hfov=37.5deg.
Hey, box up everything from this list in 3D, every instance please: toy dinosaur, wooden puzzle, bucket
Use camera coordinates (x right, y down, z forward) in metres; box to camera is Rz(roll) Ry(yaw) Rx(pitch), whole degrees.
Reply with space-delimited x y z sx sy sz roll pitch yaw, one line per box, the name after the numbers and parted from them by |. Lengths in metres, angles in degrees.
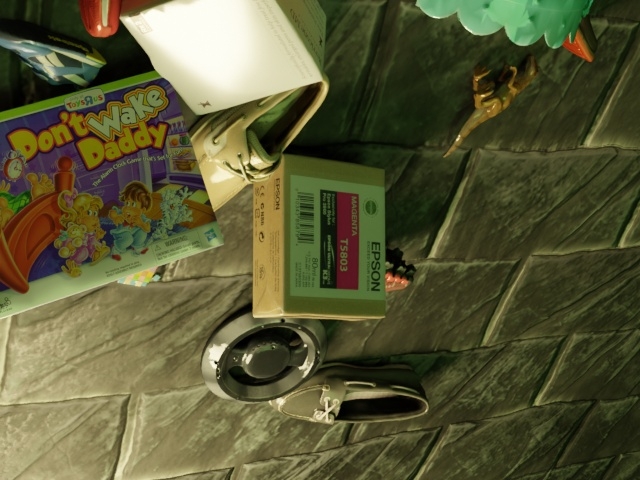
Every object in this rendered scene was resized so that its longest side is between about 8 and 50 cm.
0.267 -0.214 1.492 0.211 0.064 0.112 -41 139 7 | toy dinosaur
-0.276 0.047 1.424 0.083 0.006 0.049 14 119 -40 | wooden puzzle
0.224 -0.377 1.177 0.281 0.281 0.183 -2 125 -31 | bucket

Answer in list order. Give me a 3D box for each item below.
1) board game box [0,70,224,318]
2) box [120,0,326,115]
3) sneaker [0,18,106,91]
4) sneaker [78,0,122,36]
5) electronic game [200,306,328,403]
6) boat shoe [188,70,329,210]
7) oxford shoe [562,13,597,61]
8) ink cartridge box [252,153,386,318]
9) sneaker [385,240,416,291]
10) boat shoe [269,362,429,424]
-0.321 -0.051 1.158 0.347 0.078 0.233 -19 95 -17 | board game box
-0.109 -0.264 1.115 0.182 0.119 0.181 -12 143 21 | box
-0.328 -0.217 1.119 0.144 0.053 0.059 17 119 -40 | sneaker
-0.187 -0.326 1.026 0.128 0.087 0.221 4 97 -30 | sneaker
-0.096 0.200 1.645 0.229 0.048 0.229 -11 129 -14 | electronic game
-0.104 -0.132 1.303 0.302 0.098 0.109 -48 136 13 | boat shoe
0.371 -0.371 1.397 0.098 0.097 0.271 -44 137 1 | oxford shoe
0.000 0.000 1.402 0.193 0.088 0.235 4 82 -35 | ink cartridge box
0.032 0.056 1.562 0.276 0.097 0.135 9 122 -35 | sneaker
0.066 0.301 1.804 0.335 0.095 0.112 -1 128 -32 | boat shoe
